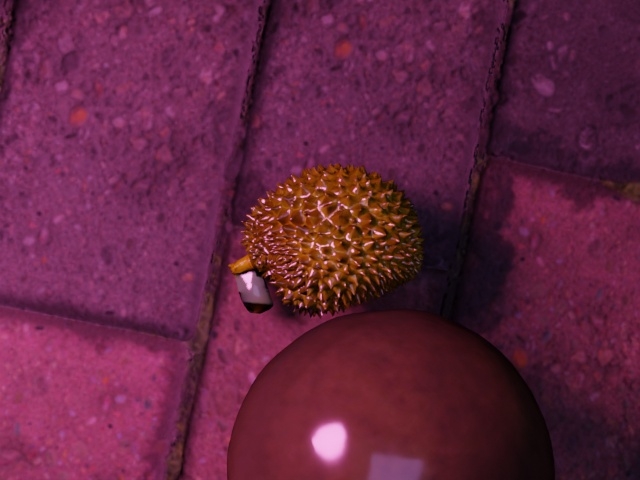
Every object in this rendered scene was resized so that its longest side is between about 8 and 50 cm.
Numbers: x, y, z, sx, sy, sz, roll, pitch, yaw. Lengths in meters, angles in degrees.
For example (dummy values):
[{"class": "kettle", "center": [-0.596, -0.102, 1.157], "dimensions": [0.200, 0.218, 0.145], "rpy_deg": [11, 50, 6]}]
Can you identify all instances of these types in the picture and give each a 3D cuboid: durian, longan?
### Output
[{"class": "durian", "center": [0.011, -0.009, 1.646], "dimensions": [0.159, 0.198, 0.146], "rpy_deg": [-21, 107, -36]}, {"class": "longan", "center": [0.069, 0.213, 1.590], "dimensions": [0.319, 0.319, 0.318], "rpy_deg": [0, 91, -10]}]
